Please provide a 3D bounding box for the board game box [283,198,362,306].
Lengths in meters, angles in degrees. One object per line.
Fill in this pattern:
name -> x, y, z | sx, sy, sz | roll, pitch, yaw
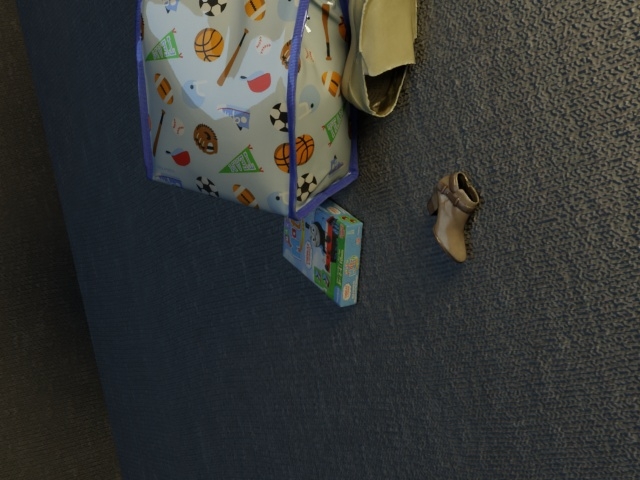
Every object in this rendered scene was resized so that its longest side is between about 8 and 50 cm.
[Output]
board game box -> 0.000, 0.000, 1.858 | 0.211, 0.039, 0.160 | 40, 135, 50

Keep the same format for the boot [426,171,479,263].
boot -> 0.198, -0.036, 1.489 | 0.087, 0.042, 0.118 | -44, 70, 49

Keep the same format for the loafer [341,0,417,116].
loafer -> 0.097, -0.291, 1.514 | 0.092, 0.102, 0.268 | 54, 153, 34

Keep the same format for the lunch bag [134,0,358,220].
lunch bag -> -0.114, -0.271, 1.661 | 0.328, 0.239, 0.385 | 14, 123, 28
